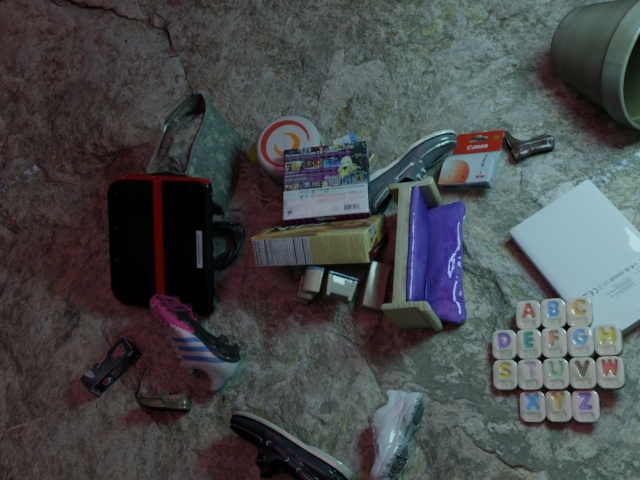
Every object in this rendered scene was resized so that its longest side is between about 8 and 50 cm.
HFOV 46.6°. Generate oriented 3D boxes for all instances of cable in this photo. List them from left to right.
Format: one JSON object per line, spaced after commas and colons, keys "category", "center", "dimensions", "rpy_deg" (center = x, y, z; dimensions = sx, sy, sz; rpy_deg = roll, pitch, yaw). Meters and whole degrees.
{"category": "cable", "center": [-0.309, 0.013, 2.156], "dimensions": [0.185, 0.047, 0.150], "rpy_deg": [1, 70, 21]}

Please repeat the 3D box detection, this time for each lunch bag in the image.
{"category": "lunch bag", "center": [-0.355, -0.261, 2.199], "dimensions": [0.169, 0.235, 0.286], "rpy_deg": [4, 66, 28]}

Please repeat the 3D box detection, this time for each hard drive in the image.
{"category": "hard drive", "center": [0.638, 0.047, 1.729], "dimensions": [0.233, 0.047, 0.353], "rpy_deg": [-34, 57, 4]}

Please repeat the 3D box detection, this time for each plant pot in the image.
{"category": "plant pot", "center": [0.735, -0.459, 1.827], "dimensions": [0.323, 0.323, 0.280], "rpy_deg": [-48, 40, -6]}

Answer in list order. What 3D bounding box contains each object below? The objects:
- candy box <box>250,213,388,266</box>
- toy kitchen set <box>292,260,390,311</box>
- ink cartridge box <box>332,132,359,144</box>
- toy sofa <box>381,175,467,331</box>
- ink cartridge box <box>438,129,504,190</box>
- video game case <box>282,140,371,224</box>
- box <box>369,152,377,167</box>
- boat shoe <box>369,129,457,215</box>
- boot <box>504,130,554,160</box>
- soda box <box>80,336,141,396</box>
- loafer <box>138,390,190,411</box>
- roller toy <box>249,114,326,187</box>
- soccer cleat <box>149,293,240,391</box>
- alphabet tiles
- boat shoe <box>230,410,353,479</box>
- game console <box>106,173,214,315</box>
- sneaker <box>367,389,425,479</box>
{"category": "candy box", "center": [0.000, 0.000, 1.941], "dimensions": [0.317, 0.183, 0.087], "rpy_deg": [-3, 104, 22]}
{"category": "toy kitchen set", "center": [0.050, 0.112, 1.935], "dimensions": [0.207, 0.166, 0.122], "rpy_deg": [16, 71, -9]}
{"category": "ink cartridge box", "center": [0.068, -0.274, 2.138], "dimensions": [0.083, 0.048, 0.028], "rpy_deg": [-20, 58, 12]}
{"category": "toy sofa", "center": [0.261, 0.032, 1.835], "dimensions": [0.177, 0.150, 0.362], "rpy_deg": [-5, 62, 22]}
{"category": "ink cartridge box", "center": [0.398, -0.218, 1.954], "dimensions": [0.146, 0.045, 0.179], "rpy_deg": [-1, 66, 38]}
{"category": "video game case", "center": [0.016, -0.153, 1.969], "dimensions": [0.232, 0.042, 0.210], "rpy_deg": [-6, 69, 11]}
{"category": "box", "center": [0.056, -0.164, 2.055], "dimensions": [0.201, 0.021, 0.164], "rpy_deg": [-52, 24, -8]}
{"category": "boat shoe", "center": [0.241, -0.173, 1.980], "dimensions": [0.320, 0.116, 0.099], "rpy_deg": [-33, 63, 9]}
{"category": "boot", "center": [0.546, -0.263, 1.939], "dimensions": [0.114, 0.037, 0.106], "rpy_deg": [-20, 57, 8]}
{"category": "soda box", "center": [-0.588, 0.354, 2.085], "dimensions": [0.169, 0.053, 0.060], "rpy_deg": [-45, 56, -4]}
{"category": "loafer", "center": [-0.412, 0.426, 1.974], "dimensions": [0.148, 0.056, 0.050], "rpy_deg": [3, 64, 13]}
{"category": "roller toy", "center": [-0.076, -0.246, 2.127], "dimensions": [0.209, 0.146, 0.191], "rpy_deg": [39, 85, 23]}
{"category": "soccer cleat", "center": [-0.357, 0.272, 1.981], "dimensions": [0.331, 0.116, 0.143], "rpy_deg": [35, 107, 28]}
{"category": "alphabet tiles", "center": [0.523, 0.263, 1.650], "dimensions": [0.284, 0.021, 0.277], "rpy_deg": [-7, 67, 29]}
{"category": "boat shoe", "center": [-0.093, 0.516, 1.746], "dimensions": [0.340, 0.127, 0.113], "rpy_deg": [24, 63, 21]}
{"category": "game console", "center": [-0.449, 0.010, 2.093], "dimensions": [0.342, 0.060, 0.386], "rpy_deg": [4, 101, 21]}
{"category": "sneaker", "center": [0.154, 0.450, 1.709], "dimensions": [0.115, 0.090, 0.232], "rpy_deg": [9, 59, 34]}
